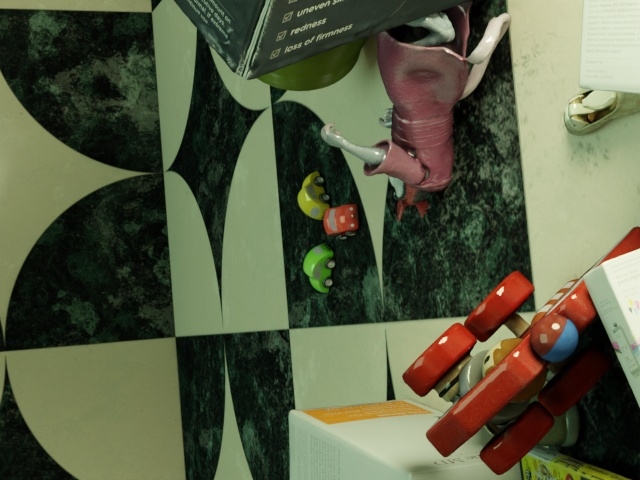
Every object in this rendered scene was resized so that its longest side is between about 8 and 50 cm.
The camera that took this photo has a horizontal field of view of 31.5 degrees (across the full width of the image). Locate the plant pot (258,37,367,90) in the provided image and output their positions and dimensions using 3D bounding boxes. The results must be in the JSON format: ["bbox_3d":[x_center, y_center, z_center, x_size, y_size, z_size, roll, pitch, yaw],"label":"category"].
[{"bbox_3d":[-0.028,-0.447,1.911,0.353,0.366,0.366,101,157,-57],"label":"plant pot"}]

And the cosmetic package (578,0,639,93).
[{"bbox_3d":[0.370,-0.242,1.152,0.151,0.151,0.184,-156,63,-65],"label":"cosmetic package"}]

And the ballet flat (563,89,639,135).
[{"bbox_3d":[0.333,-0.167,1.385,0.168,0.052,0.057,154,111,-67],"label":"ballet flat"}]

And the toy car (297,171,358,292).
[{"bbox_3d":[0.000,0.000,2.230,0.239,0.053,0.225,-133,45,-58],"label":"toy car"}]

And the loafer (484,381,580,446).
[{"bbox_3d":[0.258,0.219,1.574,0.251,0.087,0.094,-161,69,-66],"label":"loafer"}]

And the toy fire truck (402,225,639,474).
[{"bbox_3d":[0.251,0.121,1.326,0.169,0.302,0.254,46,144,11],"label":"toy fire truck"}]

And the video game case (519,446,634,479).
[{"bbox_3d":[0.344,0.414,1.425,0.248,0.035,0.275,-174,75,-68],"label":"video game case"}]

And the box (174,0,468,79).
[{"bbox_3d":[0.065,-0.507,1.349,0.297,0.480,0.472,51,143,18],"label":"box"}]

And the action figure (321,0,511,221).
[{"bbox_3d":[0.166,-0.195,1.715,0.275,0.248,0.370,10,123,25],"label":"action figure"}]

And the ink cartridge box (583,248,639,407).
[{"bbox_3d":[0.373,0.102,1.186,0.067,0.115,0.198,116,134,-74],"label":"ink cartridge box"}]

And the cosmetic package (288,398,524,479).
[{"bbox_3d":[0.133,0.363,1.717,0.453,0.230,0.161,-173,81,-67],"label":"cosmetic package"}]
